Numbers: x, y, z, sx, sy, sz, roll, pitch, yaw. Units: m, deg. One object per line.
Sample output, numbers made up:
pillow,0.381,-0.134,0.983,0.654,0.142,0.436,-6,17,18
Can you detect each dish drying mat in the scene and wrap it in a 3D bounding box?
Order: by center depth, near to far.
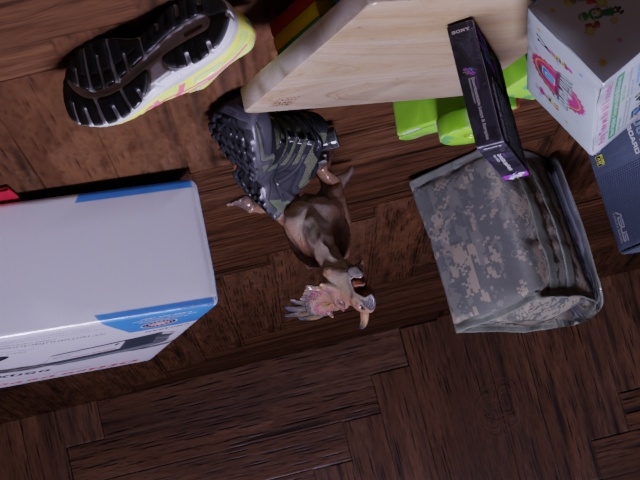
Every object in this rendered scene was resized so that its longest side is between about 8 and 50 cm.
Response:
dish drying mat,-0.366,-0.049,2.069,0.032,0.008,0.083,-13,169,1

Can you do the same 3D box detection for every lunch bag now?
lunch bag,0.288,0.003,2.525,0.169,0.235,0.287,-25,164,32

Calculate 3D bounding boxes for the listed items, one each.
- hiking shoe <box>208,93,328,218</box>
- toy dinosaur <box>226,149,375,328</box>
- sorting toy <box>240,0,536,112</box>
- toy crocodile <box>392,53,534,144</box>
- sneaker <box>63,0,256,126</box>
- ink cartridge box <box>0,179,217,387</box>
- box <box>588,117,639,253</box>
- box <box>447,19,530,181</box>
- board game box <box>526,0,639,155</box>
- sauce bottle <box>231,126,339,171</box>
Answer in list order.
hiking shoe,-0.051,-0.117,1.986,0.114,0.086,0.227,-43,159,-11
toy dinosaur,0.000,0.000,2.180,0.127,0.200,0.295,-24,-171,13
sorting toy,0.084,-0.211,1.639,0.257,0.089,0.255,-7,166,-30
toy crocodile,0.205,-0.181,1.845,0.105,0.115,0.340,4,159,-45
sneaker,-0.145,-0.157,1.647,0.208,0.081,0.094,-21,169,28
ink cartridge box,-0.321,0.066,2.257,0.285,0.166,0.395,-9,169,-19
box,0.396,-0.121,2.076,0.059,0.232,0.183,-7,167,-43
box,0.153,-0.124,1.621,0.029,0.116,0.162,-15,167,11
board game box,0.320,-0.227,1.531,0.303,0.097,0.224,-41,166,-4
sauce bottle,-0.042,-0.106,2.108,0.128,0.042,0.042,-17,168,6
